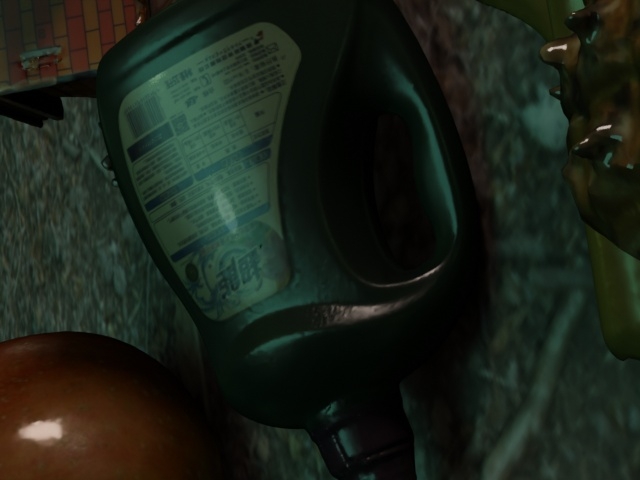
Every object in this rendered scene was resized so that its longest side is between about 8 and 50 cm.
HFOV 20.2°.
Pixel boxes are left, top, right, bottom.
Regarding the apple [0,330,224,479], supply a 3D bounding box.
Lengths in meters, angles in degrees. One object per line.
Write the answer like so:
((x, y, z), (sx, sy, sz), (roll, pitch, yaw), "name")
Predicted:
((-0.149, 0.164, 0.948), (0.210, 0.173, 0.235), (14, 105, 61), "apple")

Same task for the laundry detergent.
((0.000, 0.000, 0.736), (0.144, 0.078, 0.222), (-28, 77, 19), "laundry detergent")

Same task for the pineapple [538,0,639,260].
((0.134, -0.138, 0.416), (0.141, 0.170, 0.310), (-59, -21, -74), "pineapple")

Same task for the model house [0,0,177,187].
((-0.121, -0.157, 0.895), (0.207, 0.154, 0.294), (-18, 77, 59), "model house")

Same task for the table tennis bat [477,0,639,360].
((0.086, -0.117, 0.564), (0.198, 0.050, 0.321), (-5, 98, 52), "table tennis bat")
